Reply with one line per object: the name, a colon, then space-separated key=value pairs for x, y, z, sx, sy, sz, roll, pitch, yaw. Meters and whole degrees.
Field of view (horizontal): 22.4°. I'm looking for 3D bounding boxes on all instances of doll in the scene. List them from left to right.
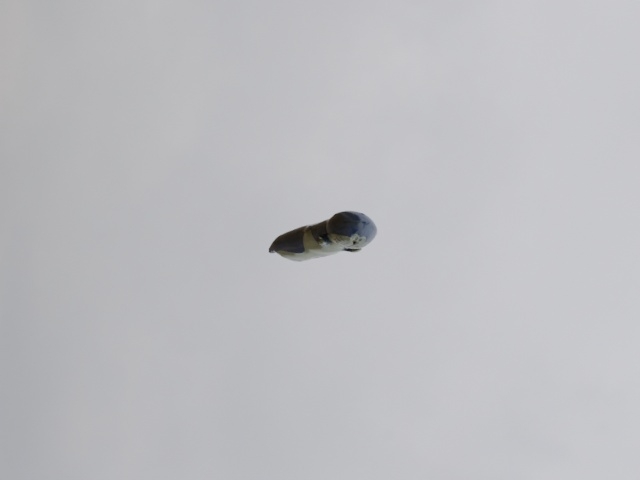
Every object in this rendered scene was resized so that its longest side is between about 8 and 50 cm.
doll: x=0.000 y=0.000 z=1.237 sx=0.125 sy=0.037 sz=0.027 roll=-20 pitch=-120 yaw=56
